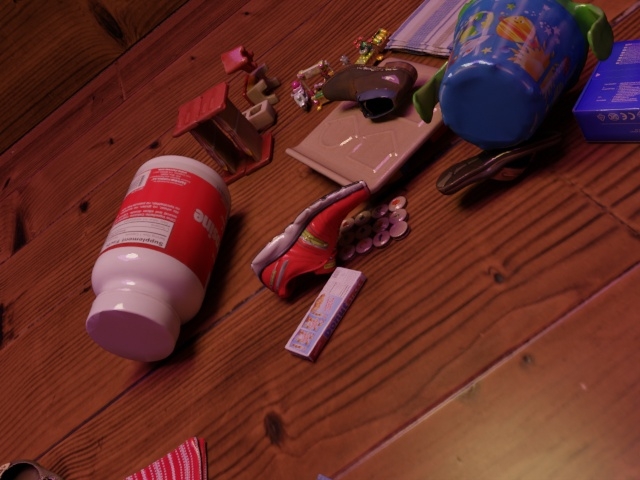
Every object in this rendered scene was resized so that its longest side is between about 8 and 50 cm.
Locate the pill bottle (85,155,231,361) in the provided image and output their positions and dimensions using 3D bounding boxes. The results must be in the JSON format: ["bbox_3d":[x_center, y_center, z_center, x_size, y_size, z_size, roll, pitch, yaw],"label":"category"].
[{"bbox_3d":[-0.335,0.034,1.485,0.229,0.229,0.408,-19,41,29],"label":"pill bottle"}]

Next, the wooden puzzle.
[{"bbox_3d":[0.133,-0.234,1.471,0.348,0.080,0.322,-42,35,-9],"label":"wooden puzzle"}]

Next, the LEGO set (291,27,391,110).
[{"bbox_3d":[0.045,-0.426,1.718,0.287,0.107,0.132,-34,37,13],"label":"LEGO set"}]

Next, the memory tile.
[{"bbox_3d":[0.097,-0.022,1.326,0.148,0.012,0.113,-23,39,23],"label":"memory tile"}]

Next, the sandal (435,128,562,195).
[{"bbox_3d":[0.302,-0.124,1.197,0.219,0.060,0.090,-29,20,10],"label":"sandal"}]

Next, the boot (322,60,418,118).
[{"bbox_3d":[0.082,-0.302,1.451,0.219,0.082,0.106,-5,42,34],"label":"boot"}]

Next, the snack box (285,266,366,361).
[{"bbox_3d":[0.010,0.126,1.241,0.064,0.022,0.178,11,60,47],"label":"snack box"}]

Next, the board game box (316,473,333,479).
[{"bbox_3d":[0.055,0.400,0.874,0.194,0.060,0.194,-8,47,39],"label":"board game box"}]

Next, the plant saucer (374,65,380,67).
[{"bbox_3d":[0.100,-0.347,1.546,0.083,0.015,0.083,-24,36,19],"label":"plant saucer"}]

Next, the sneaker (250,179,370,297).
[{"bbox_3d":[0.000,0.000,1.303,0.279,0.118,0.107,-43,-3,22],"label":"sneaker"}]

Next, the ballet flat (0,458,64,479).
[{"bbox_3d":[-0.578,0.471,1.392,0.249,0.058,0.084,-1,50,42],"label":"ballet flat"}]

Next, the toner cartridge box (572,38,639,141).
[{"bbox_3d":[0.572,-0.227,1.045,0.347,0.075,0.165,9,57,47],"label":"toner cartridge box"}]

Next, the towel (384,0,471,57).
[{"bbox_3d":[0.297,-0.497,1.627,0.209,0.034,0.285,-48,36,-10],"label":"towel"}]

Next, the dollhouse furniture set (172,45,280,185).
[{"bbox_3d":[-0.229,-0.342,1.810,0.152,0.201,0.374,-24,39,23],"label":"dollhouse furniture set"}]

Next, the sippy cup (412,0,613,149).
[{"bbox_3d":[0.306,-0.276,1.180,0.224,0.240,0.305,-58,-4,-39],"label":"sippy cup"}]

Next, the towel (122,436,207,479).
[{"bbox_3d":[-0.300,0.460,1.169,0.274,0.031,0.199,-32,37,13],"label":"towel"}]
